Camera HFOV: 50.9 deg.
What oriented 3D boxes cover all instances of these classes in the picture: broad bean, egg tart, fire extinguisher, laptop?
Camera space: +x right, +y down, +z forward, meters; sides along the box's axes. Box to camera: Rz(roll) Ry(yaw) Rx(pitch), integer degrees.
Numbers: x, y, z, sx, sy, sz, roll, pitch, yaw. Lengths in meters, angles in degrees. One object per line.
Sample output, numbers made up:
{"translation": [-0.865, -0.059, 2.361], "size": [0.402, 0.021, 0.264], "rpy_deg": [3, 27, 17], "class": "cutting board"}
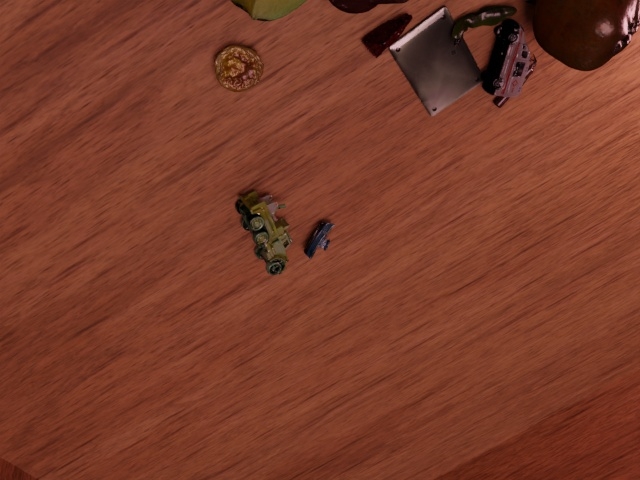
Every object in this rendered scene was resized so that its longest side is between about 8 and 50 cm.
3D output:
{"translation": [0.431, -0.592, 1.808], "size": [0.195, 0.046, 0.061], "rpy_deg": [-30, 100, -3], "class": "broad bean"}
{"translation": [-0.209, -0.446, 1.728], "size": [0.130, 0.052, 0.130], "rpy_deg": [-7, 126, -9], "class": "egg tart"}
{"translation": [0.576, -0.457, 1.955], "size": [0.049, 0.035, 0.173], "rpy_deg": [28, 116, -26], "class": "fire extinguisher"}
{"translation": [0.327, -0.491, 1.871], "size": [0.187, 0.015, 0.269], "rpy_deg": [-34, 127, 10], "class": "laptop"}

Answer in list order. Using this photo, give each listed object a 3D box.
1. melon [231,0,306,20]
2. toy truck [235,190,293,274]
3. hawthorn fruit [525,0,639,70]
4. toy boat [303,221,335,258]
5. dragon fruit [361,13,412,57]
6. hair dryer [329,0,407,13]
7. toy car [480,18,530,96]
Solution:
{"translation": [-0.099, -0.681, 1.495], "size": [0.331, 0.226, 0.343], "rpy_deg": [19, 130, -19], "class": "melon"}
{"translation": [-0.149, -0.025, 2.006], "size": [0.135, 0.128, 0.259], "rpy_deg": [-26, 128, -14], "class": "toy truck"}
{"translation": [0.674, -0.598, 1.750], "size": [0.268, 0.301, 0.268], "rpy_deg": [-45, 152, -32], "class": "hawthorn fruit"}
{"translation": [0.000, 0.000, 2.100], "size": [0.061, 0.060, 0.137], "rpy_deg": [26, 109, -9], "class": "toy boat"}
{"translation": [0.187, -0.538, 1.770], "size": [0.131, 0.097, 0.063], "rpy_deg": [-45, 130, -7], "class": "dragon fruit"}
{"translation": [0.133, -0.695, 1.537], "size": [0.123, 0.312, 0.340], "rpy_deg": [8, 101, -31], "class": "hair dryer"}
{"translation": [0.527, -0.503, 1.866], "size": [0.108, 0.089, 0.209], "rpy_deg": [2, 119, -16], "class": "toy car"}
